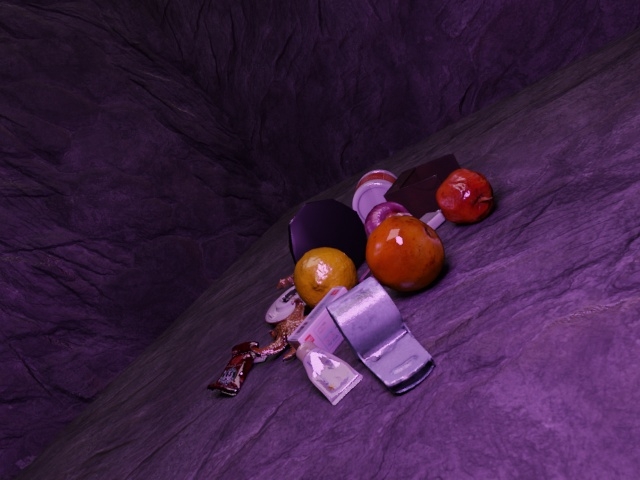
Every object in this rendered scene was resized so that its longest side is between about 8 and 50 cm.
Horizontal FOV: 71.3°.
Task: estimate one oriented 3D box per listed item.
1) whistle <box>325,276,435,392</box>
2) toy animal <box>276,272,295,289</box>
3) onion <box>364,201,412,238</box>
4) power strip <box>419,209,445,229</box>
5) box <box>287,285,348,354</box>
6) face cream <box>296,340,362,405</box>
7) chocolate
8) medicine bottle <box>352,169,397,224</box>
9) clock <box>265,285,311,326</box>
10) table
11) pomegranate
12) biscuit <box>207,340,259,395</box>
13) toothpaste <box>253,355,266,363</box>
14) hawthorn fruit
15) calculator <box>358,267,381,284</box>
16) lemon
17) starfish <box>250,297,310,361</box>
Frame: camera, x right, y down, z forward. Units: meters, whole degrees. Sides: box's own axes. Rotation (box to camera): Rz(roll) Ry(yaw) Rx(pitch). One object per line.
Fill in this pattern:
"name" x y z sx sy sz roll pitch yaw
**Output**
"whistle" 0.164 0.272 1.268 0.168 0.188 0.405 -32 47 -6
"toy animal" -0.103 0.191 2.206 0.241 0.099 0.057 -34 15 8
"onion" 0.286 -0.075 1.936 0.207 0.200 0.200 -52 13 6
"power strip" 0.404 -0.032 1.861 0.270 0.046 0.118 -41 12 -14
"box" 0.025 0.292 1.520 0.269 0.135 0.079 -46 18 -30
"face cream" 0.016 0.380 1.319 0.114 0.070 0.224 -40 36 -16
"chocolate" 0.000 0.000 2.078 0.383 0.384 0.331 -39 12 -14
"medicine bottle" 0.297 -0.213 2.274 0.252 0.253 0.241 -30 15 21
"clock" -0.120 0.270 2.032 0.318 0.080 0.318 -34 14 10
"table" 0.485 -0.224 2.019 0.282 0.196 0.250 -19 20 42
"pomegranate" 0.277 0.046 1.485 0.264 0.264 0.264 -33 14 10
"biscuit" -0.338 0.509 1.763 0.151 0.063 0.235 -17 29 36
"toothpaste" -0.295 0.492 1.823 0.218 0.033 0.052 -22 28 32
"hawthorn fruit" 0.555 -0.155 1.640 0.207 0.207 0.243 -37 19 -7
"calculator" 0.237 0.134 1.745 0.190 0.034 0.126 -7 30 51
"lemon" 0.024 0.148 1.741 0.253 0.254 0.310 -33 -9 8
"starfish" -0.137 0.357 1.738 0.303 0.113 0.312 -41 18 -24
